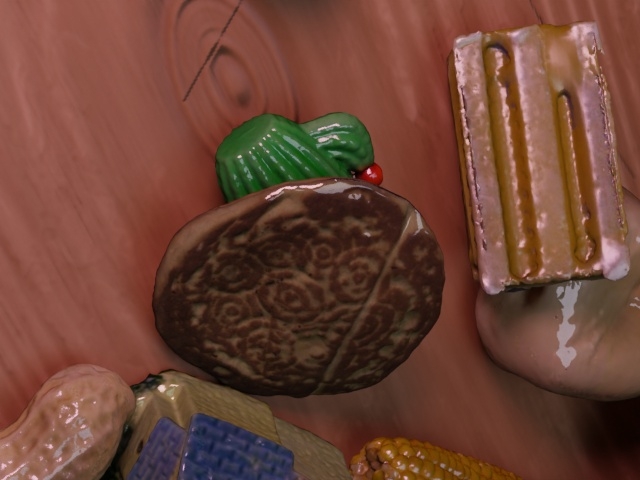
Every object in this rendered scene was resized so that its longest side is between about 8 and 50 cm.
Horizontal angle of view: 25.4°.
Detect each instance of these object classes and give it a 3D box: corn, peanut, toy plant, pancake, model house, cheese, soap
[{"bbox_3d":[0.174,0.279,1.363,0.363,0.120,0.120,31,86,-31],"label":"corn"},{"bbox_3d":[-0.236,0.184,1.130,0.214,0.090,0.098,-42,76,-18],"label":"peanut"},{"bbox_3d":[-0.013,-0.001,1.214,0.154,0.088,0.240,-16,122,-13],"label":"toy plant"},{"bbox_3d":[-0.019,0.046,1.178,0.250,0.031,0.250,-3,133,-3],"label":"pancake"},{"bbox_3d":[-0.077,0.233,1.157,0.214,0.189,0.195,30,88,-21],"label":"model house"},{"bbox_3d":[0.261,0.049,1.357,0.235,0.117,0.218,-15,107,-29],"label":"cheese"},{"bbox_3d":[0.190,-0.071,1.253,0.135,0.076,0.233,-7,83,-1],"label":"soap"}]
